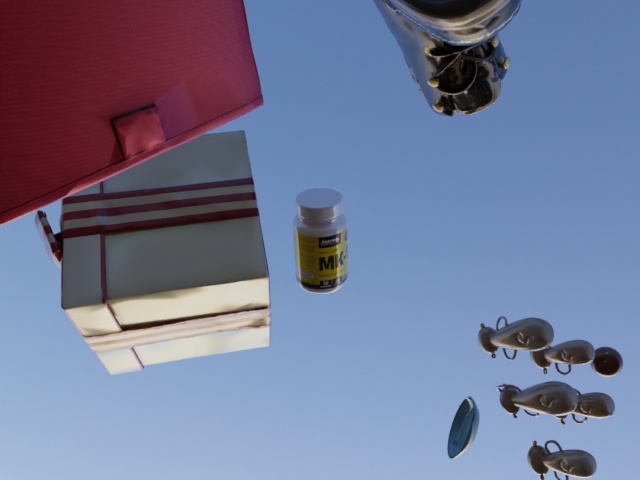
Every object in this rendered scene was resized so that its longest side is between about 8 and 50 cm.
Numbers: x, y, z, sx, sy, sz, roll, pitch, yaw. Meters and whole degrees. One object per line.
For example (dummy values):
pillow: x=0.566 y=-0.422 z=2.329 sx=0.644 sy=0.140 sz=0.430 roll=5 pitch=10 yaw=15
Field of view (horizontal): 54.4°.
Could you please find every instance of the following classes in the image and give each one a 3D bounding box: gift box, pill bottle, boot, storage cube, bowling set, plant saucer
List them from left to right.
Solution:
storage cube: x=-0.174 y=-0.148 z=0.356 sx=0.184 sy=0.215 sz=0.193 roll=22 pitch=-47 yaw=42
gift box: x=-0.210 y=0.009 z=0.824 sx=0.258 sy=0.276 sz=0.255 roll=-9 pitch=-34 yaw=-9
pill bottle: x=0.000 y=0.000 z=1.349 sx=0.119 sy=0.119 sz=0.208 roll=6 pitch=-58 yaw=15
boot: x=0.141 y=-0.256 z=0.698 sx=0.138 sy=0.377 sz=0.284 roll=-34 pitch=-46 yaw=8
plant saucer: x=0.267 y=0.348 z=1.149 sx=0.021 sy=0.119 sz=0.119 roll=21 pitch=-59 yaw=2
bowling set: x=0.419 y=0.256 z=1.088 sx=0.154 sy=0.200 sz=0.286 roll=-26 pitch=-105 yaw=58
